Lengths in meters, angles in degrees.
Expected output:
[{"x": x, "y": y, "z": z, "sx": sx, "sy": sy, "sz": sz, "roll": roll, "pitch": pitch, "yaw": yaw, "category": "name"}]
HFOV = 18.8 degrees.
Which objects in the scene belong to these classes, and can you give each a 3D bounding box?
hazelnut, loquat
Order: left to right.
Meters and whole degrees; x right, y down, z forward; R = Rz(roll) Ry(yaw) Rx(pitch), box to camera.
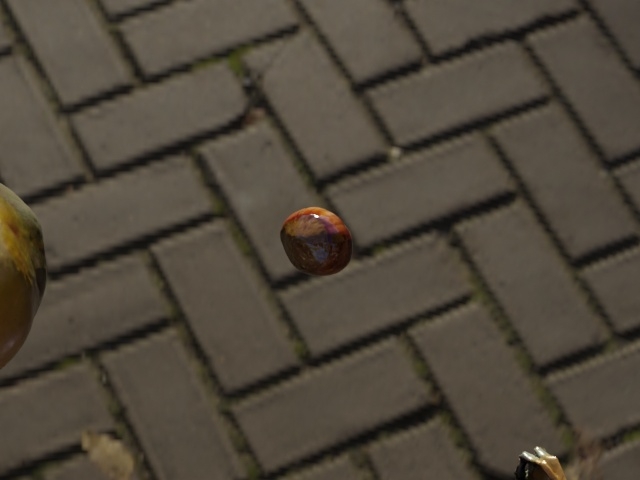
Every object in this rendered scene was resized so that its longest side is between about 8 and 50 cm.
[{"x": -0.334, "y": 0.033, "z": 1.700, "sx": 0.179, "sy": 0.179, "sz": 0.227, "roll": 12, "pitch": 39, "yaw": 2, "category": "loquat"}, {"x": 0.000, "y": 0.000, "z": 2.197, "sx": 0.086, "sy": 0.086, "sz": 0.086, "roll": 3, "pitch": 57, "yaw": -4, "category": "hazelnut"}]

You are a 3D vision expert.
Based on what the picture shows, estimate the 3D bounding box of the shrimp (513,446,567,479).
[{"x": 0.141, "y": 0.206, "z": 1.189, "sx": 0.049, "sy": 0.161, "sz": 0.166, "roll": -22, "pitch": 92, "yaw": -16, "category": "shrimp"}]
